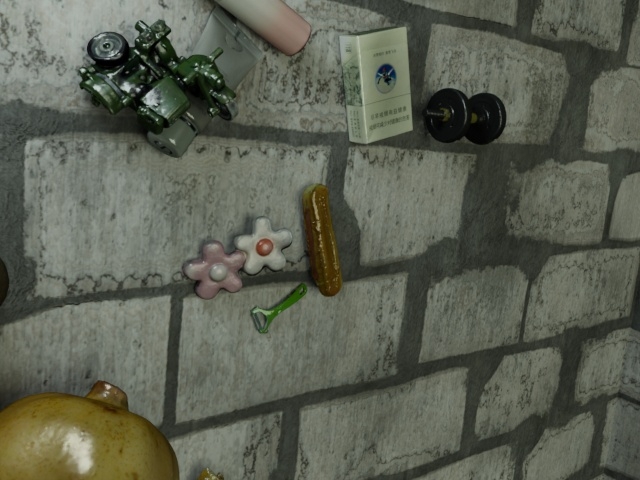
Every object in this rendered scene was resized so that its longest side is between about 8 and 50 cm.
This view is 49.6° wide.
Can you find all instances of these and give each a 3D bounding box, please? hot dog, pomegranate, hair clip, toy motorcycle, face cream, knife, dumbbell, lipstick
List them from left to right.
[{"bbox_3d":[-0.436,0.444,1.231,0.417,0.417,0.416,-12,109,-37],"label":"pomegranate"},{"bbox_3d":[-0.296,-0.288,1.270,0.205,0.275,0.127,-49,170,-20],"label":"toy motorcycle"},{"bbox_3d":[-0.235,-0.311,1.397,0.143,0.089,0.314,41,69,-32],"label":"face cream"},{"bbox_3d":[-0.179,0.038,1.545,0.257,0.075,0.146,-30,124,-25],"label":"hair clip"},{"bbox_3d":[-0.159,-0.497,1.402,0.327,0.087,0.087,29,83,-41],"label":"lipstick"},{"bbox_3d":[-0.091,0.160,1.677,0.166,0.023,0.078,-33,126,-27],"label":"knife"},{"bbox_3d":[0.004,0.000,1.685,0.088,0.061,0.285,-19,112,-38],"label":"hot dog"},{"bbox_3d":[0.390,-0.331,1.859,0.325,0.143,0.143,-4,104,-39],"label":"dumbbell"}]

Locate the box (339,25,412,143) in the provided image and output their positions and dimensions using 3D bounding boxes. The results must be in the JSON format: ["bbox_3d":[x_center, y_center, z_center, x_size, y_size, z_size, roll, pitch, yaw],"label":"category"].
[{"bbox_3d":[0.139,-0.380,1.690,0.164,0.069,0.256,-21,115,-34],"label":"box"}]

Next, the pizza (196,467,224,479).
[{"bbox_3d":[-0.223,0.680,1.679,0.288,0.075,0.280,19,93,-43],"label":"pizza"}]

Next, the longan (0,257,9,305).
[{"bbox_3d":[-0.609,0.066,1.133,0.189,0.189,0.189,-12,109,-37],"label":"longan"}]
